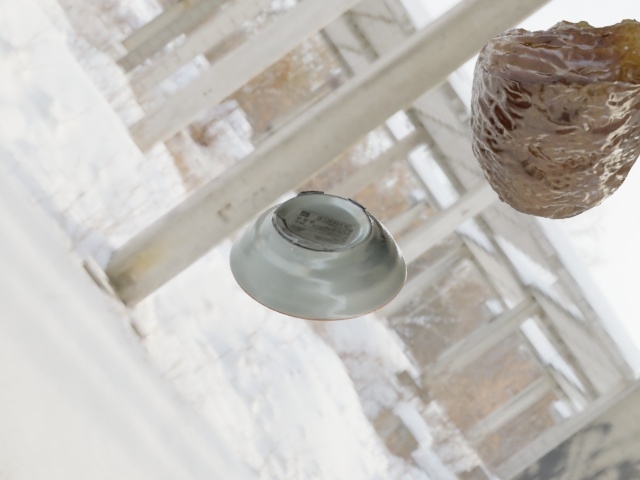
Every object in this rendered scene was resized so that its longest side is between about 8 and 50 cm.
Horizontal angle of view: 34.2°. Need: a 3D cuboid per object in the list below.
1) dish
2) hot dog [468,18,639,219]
[{"bbox_3d":[0.000,0.000,1.499,0.260,0.260,0.085,-126,-148,-44],"label":"dish"},{"bbox_3d":[0.346,-0.180,1.472,0.387,0.267,0.174,82,13,-61],"label":"hot dog"}]
